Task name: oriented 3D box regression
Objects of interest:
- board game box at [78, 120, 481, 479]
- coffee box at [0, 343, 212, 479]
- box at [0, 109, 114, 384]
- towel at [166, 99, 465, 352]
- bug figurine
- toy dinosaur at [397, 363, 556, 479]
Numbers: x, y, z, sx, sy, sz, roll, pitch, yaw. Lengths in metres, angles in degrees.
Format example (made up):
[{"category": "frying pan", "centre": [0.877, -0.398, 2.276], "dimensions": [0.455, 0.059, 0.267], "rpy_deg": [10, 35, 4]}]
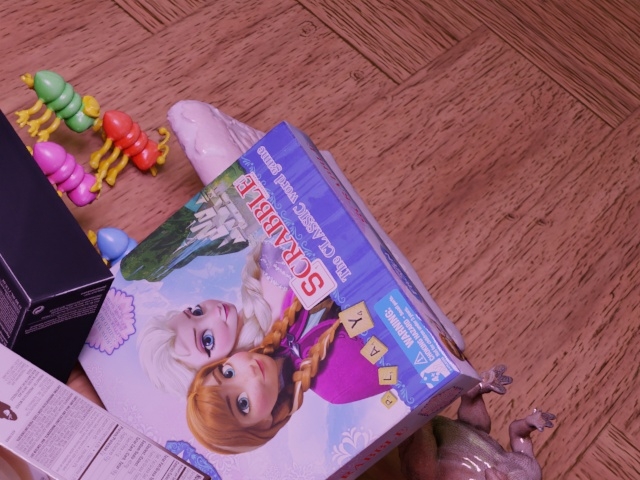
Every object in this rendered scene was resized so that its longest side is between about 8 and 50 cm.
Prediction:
[{"category": "board game box", "centre": [-0.061, 0.104, 1.447], "dimensions": [0.318, 0.318, 0.066], "rpy_deg": [55, 13, 24]}, {"category": "coffee box", "centre": [-0.243, 0.218, 1.352], "dimensions": [0.246, 0.141, 0.098], "rpy_deg": [33, 42, 0]}, {"category": "box", "centre": [-0.330, 0.006, 1.466], "dimensions": [0.103, 0.184, 0.261], "rpy_deg": [-16, 60, -41]}, {"category": "towel", "centre": [0.000, 0.000, 1.657], "dimensions": [0.317, 0.053, 0.332], "rpy_deg": [13, 38, -58]}, {"category": "bug figurine", "centre": [-0.240, -0.074, 1.619], "dimensions": [0.216, 0.072, 0.279], "rpy_deg": [43, 28, -38]}, {"category": "toy dinosaur", "centre": [0.150, 0.245, 1.532], "dimensions": [0.127, 0.200, 0.296], "rpy_deg": [-26, 57, -35]}]
